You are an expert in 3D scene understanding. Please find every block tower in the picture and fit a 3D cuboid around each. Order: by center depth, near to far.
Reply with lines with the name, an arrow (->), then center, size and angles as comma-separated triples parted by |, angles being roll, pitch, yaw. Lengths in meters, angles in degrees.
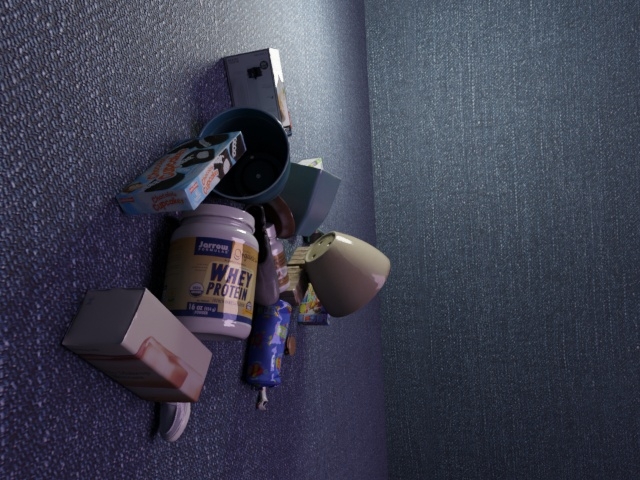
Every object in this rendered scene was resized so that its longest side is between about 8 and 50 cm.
block tower -> -0.091, 0.141, 1.985 | 0.335, 0.097, 0.091 | -61, 143, -54

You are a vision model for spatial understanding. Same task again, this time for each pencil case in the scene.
pencil case -> -0.173, 0.355, 1.662 | 0.133, 0.119, 0.306 | 29, 57, -40

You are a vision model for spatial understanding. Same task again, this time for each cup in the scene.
cup -> 0.076, 0.102, 1.931 | 0.237, 0.331, 0.331 | 47, 35, -19

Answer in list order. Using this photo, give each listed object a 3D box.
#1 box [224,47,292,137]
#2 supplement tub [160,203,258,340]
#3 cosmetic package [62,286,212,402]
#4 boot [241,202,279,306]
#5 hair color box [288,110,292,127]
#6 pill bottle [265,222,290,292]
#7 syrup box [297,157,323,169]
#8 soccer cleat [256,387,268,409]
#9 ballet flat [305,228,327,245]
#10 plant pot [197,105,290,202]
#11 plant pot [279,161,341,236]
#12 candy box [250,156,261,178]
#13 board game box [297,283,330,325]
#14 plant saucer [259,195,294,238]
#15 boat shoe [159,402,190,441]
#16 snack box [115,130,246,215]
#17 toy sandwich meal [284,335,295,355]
box -> -0.208, -0.480, 1.633 | 0.087, 0.169, 0.290 | -47, 130, -68
supplement tub -> -0.278, 0.087, 1.238 | 0.228, 0.228, 0.316 | 42, 47, -64
cosmetic package -> -0.378, 0.235, 1.046 | 0.296, 0.153, 0.129 | 64, 29, -46
boot -> -0.193, 0.059, 1.469 | 0.222, 0.118, 0.338 | -158, -127, -78
hair color box -> -0.161, -0.474, 1.952 | 0.141, 0.043, 0.072 | -53, 137, -61
pill bottle -> -0.187, 0.062, 1.656 | 0.131, 0.131, 0.229 | -49, 132, -64
syrup box -> -0.066, -0.287, 2.119 | 0.237, 0.096, 0.093 | -53, 137, -63
soccer cleat -> -0.198, 0.550, 1.691 | 0.029, 0.035, 0.083 | 65, 29, -47
ballet flat -> 0.000, 0.000, 2.291 | 0.280, 0.095, 0.096 | 17, 81, -59
plant pot -> -0.210, -0.229, 1.475 | 0.255, 0.271, 0.272 | 60, 30, -80
plant pot -> -0.095, -0.150, 1.809 | 0.248, 0.247, 0.252 | 4, 100, -71
candy box -> -0.211, -0.258, 1.678 | 0.027, 0.105, 0.206 | 53, 38, -50
board game box -> -0.018, 0.271, 2.108 | 0.035, 0.136, 0.201 | 63, 31, -50
plant saucer -> -0.172, -0.083, 1.670 | 0.036, 0.198, 0.199 | -38, 127, -36
boat shoe -> -0.366, 0.369, 1.190 | 0.081, 0.079, 0.228 | 47, 38, -48
snack box -> -0.329, -0.172, 1.195 | 0.322, 0.187, 0.060 | -67, 148, -52
toy sandwich meal -> -0.124, 0.422, 1.943 | 0.085, 0.029, 0.086 | -2, 90, -76
